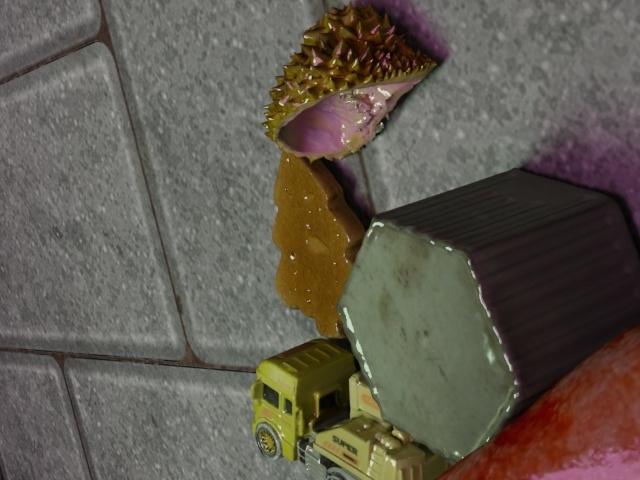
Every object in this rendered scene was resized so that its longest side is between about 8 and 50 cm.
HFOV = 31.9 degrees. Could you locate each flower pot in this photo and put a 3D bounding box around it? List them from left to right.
[{"bbox_3d":[0.155,0.065,0.995,0.239,0.189,0.209,24,124,47],"label":"flower pot"}]

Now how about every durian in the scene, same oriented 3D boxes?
[{"bbox_3d":[0.019,-0.155,1.157,0.132,0.165,0.182,41,177,-9],"label":"durian"}]

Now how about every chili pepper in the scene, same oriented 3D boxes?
[{"bbox_3d":[0.226,0.222,0.835,0.251,0.305,0.229,47,-163,-23],"label":"chili pepper"}]

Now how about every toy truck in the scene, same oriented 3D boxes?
[{"bbox_3d":[0.038,0.204,1.265,0.272,0.124,0.157,26,125,45],"label":"toy truck"}]

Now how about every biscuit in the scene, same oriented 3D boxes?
[{"bbox_3d":[0.000,0.000,1.302,0.212,0.041,0.239,3,107,59],"label":"biscuit"}]
